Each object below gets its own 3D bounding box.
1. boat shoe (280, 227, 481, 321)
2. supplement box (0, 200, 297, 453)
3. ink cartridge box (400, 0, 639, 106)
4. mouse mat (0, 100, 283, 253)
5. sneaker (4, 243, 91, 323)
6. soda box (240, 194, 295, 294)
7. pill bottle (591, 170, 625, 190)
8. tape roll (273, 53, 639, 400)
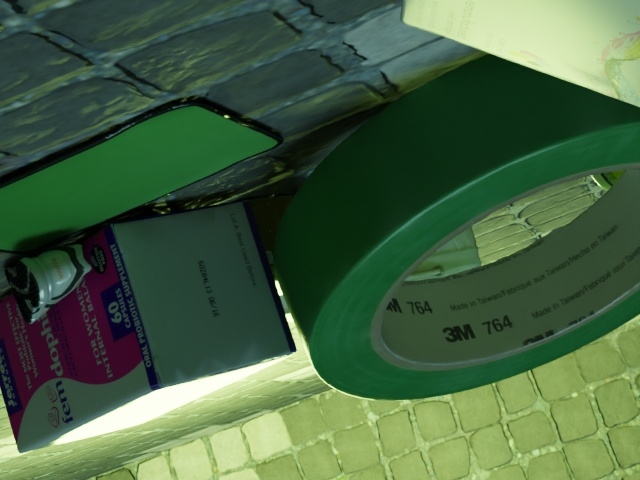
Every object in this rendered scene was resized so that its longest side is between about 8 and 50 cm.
[{"bbox_3d":[0.020,0.043,1.244,0.268,0.088,0.096,-24,169,24],"label":"boat shoe"},{"bbox_3d":[-0.133,0.065,0.995,0.114,0.111,0.220,-11,168,-37],"label":"supplement box"},{"bbox_3d":[0.133,-0.090,0.506,0.198,0.067,0.115,20,170,5],"label":"ink cartridge box"},{"bbox_3d":[-0.125,-0.032,0.813,0.190,0.007,0.152,-23,169,14],"label":"mouse mat"},{"bbox_3d":[-0.174,0.026,0.921,0.044,0.040,0.109,-26,-177,-22],"label":"sneaker"},{"bbox_3d":[0.000,0.000,1.054,0.181,0.061,0.058,-8,165,-46],"label":"soda box"},{"bbox_3d":[0.251,-0.086,1.055,0.116,0.065,0.065,-26,168,30],"label":"pill bottle"},{"bbox_3d":[0.130,-0.006,0.954,0.321,0.077,0.321,-18,152,-10],"label":"tape roll"}]
